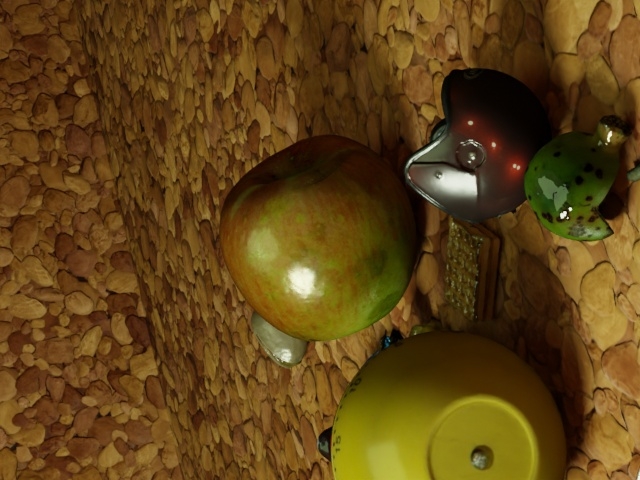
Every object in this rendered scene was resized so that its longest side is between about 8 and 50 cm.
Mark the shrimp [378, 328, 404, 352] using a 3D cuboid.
[{"bbox_3d":[0.118,0.298,2.099,0.222,0.054,0.290,56,-142,-57],"label":"shrimp"}]

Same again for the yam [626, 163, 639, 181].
[{"bbox_3d":[0.430,-0.098,1.488,0.029,0.027,0.234,54,157,-4],"label":"yam"}]

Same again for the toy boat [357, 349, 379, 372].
[{"bbox_3d":[0.097,0.311,2.314,0.115,0.114,0.262,-75,-5,-54],"label":"toy boat"}]

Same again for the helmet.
[{"bbox_3d":[0.220,-0.131,1.740,0.189,0.193,0.216,-48,-49,-61],"label":"helmet"}]

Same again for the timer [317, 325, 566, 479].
[{"bbox_3d":[0.170,0.305,1.849,0.387,0.376,0.376,146,113,-78],"label":"timer"}]

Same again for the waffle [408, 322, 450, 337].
[{"bbox_3d":[0.198,0.294,2.123,0.307,0.060,0.312,-37,65,62],"label":"waffle"}]

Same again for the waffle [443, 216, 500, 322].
[{"bbox_3d":[0.233,0.044,1.967,0.102,0.042,0.148,-136,43,-57],"label":"waffle"}]

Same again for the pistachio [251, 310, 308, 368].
[{"bbox_3d":[-0.083,0.198,2.668,0.149,0.113,0.113,63,151,25],"label":"pistachio"}]

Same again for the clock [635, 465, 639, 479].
[{"bbox_3d":[0.474,0.369,1.495,0.318,0.080,0.318,170,90,-67],"label":"clock"}]

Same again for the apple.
[{"bbox_3d":[0.000,0.000,2.139,0.339,0.339,0.339,171,90,-67],"label":"apple"}]

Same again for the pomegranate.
[{"bbox_3d":[0.323,-0.082,1.618,0.143,0.122,0.169,-82,-3,-55],"label":"pomegranate"}]
